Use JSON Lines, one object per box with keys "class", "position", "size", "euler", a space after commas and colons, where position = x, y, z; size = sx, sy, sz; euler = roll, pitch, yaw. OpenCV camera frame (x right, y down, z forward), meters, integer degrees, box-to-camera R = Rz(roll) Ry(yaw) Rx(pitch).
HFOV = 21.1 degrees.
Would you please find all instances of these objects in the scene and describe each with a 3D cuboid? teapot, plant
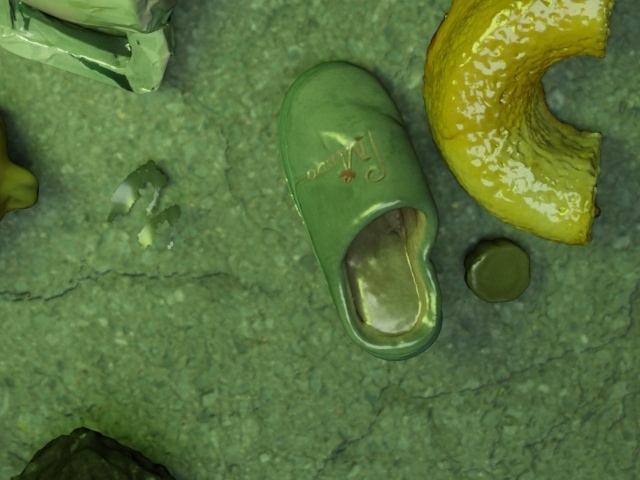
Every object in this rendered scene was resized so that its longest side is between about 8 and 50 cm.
{"class": "teapot", "position": [-0.190, -0.238, 1.337], "size": [0.178, 0.221, 0.163], "euler": [10, 69, 8]}
{"class": "plant", "position": [-0.147, 0.286, 1.480], "size": [0.146, 0.149, 0.274], "euler": [-9, 133, 50]}

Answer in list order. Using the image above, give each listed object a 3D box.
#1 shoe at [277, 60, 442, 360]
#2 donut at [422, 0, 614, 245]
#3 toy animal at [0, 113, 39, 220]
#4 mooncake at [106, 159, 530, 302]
{"class": "shoe", "position": [0.040, -0.027, 1.369], "size": [0.103, 0.100, 0.251], "euler": [-17, 87, -12]}
{"class": "donut", "position": [0.155, -0.114, 1.381], "size": [0.152, 0.101, 0.259], "euler": [2, 112, 7]}
{"class": "toy animal", "position": [-0.367, -0.060, 1.381], "size": [0.281, 0.195, 0.169], "euler": [17, 68, 0]}
{"class": "mooncake", "position": [0.000, 0.001, 1.436], "size": [0.346, 0.057, 0.150], "euler": [28, 94, -4]}
